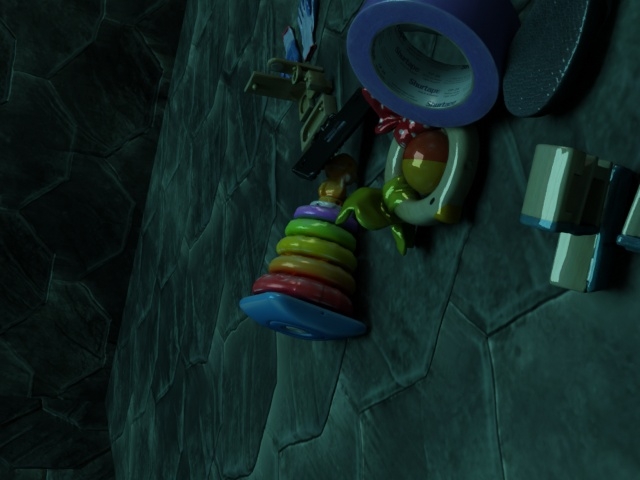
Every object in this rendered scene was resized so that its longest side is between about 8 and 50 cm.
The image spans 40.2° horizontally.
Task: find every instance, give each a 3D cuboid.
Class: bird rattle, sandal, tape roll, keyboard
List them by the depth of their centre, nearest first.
[{"bbox_3d":[0.267,-0.241,0.902,0.097,0.054,0.254,47,122,52],"label":"sandal"},{"bbox_3d":[0.131,-0.225,1.012,0.080,0.189,0.189,-60,11,-28],"label":"tape roll"},{"bbox_3d":[0.137,-0.107,1.144,0.207,0.143,0.253,12,81,57],"label":"bird rattle"},{"bbox_3d":[0.024,-0.173,1.414,0.180,0.023,0.108,-50,27,-5],"label":"keyboard"}]

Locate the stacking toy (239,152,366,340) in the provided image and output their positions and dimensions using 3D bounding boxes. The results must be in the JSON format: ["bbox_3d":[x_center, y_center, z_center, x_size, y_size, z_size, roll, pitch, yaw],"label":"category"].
[{"bbox_3d":[0.000,0.000,1.381,0.166,0.175,0.301,-18,54,64],"label":"stacking toy"}]

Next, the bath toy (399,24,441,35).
[{"bbox_3d":[0.148,-0.399,1.155,0.151,0.129,0.348,-38,45,35],"label":"bath toy"}]

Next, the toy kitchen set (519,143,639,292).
[{"bbox_3d":[0.265,0.000,0.724,0.166,0.207,0.122,15,98,30],"label":"toy kitchen set"}]

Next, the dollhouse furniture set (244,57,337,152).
[{"bbox_3d":[-0.058,-0.256,1.622,0.144,0.123,0.151,127,144,-52],"label":"dollhouse furniture set"}]

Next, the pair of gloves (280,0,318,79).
[{"bbox_3d":[-0.047,-0.409,1.791,0.198,0.023,0.159,127,144,-52],"label":"pair of gloves"}]
